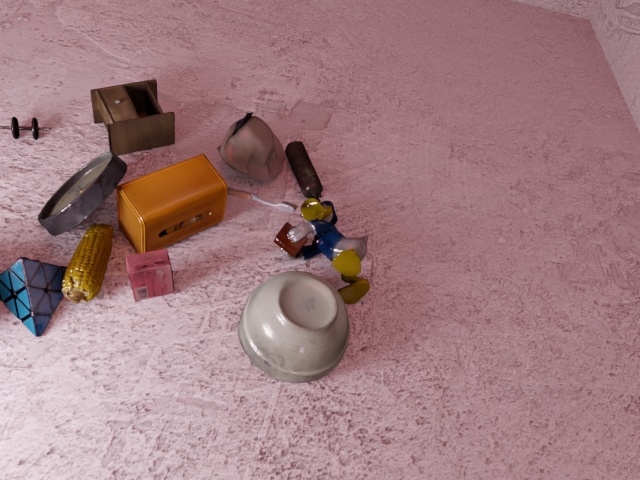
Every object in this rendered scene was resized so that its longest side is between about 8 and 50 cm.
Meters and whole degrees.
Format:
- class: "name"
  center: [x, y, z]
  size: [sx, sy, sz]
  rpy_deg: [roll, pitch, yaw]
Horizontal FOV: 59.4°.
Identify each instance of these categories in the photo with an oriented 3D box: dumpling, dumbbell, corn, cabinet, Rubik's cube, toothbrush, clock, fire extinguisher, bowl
- class: "dumpling"
  center: [-0.214, -0.321, 1.856]
  size: [0.204, 0.164, 0.293]
  rpy_deg: [24, 39, 9]
- class: "dumbbell"
  center: [-0.911, -0.346, 1.732]
  size: [0.147, 0.069, 0.070]
  rpy_deg: [-2, 54, -16]
- class: "corn"
  center: [-0.613, 0.058, 1.491]
  size: [0.096, 0.097, 0.262]
  rpy_deg: [10, 47, -8]
- class: "cabinet"
  center: [-0.603, -0.399, 1.808]
  size: [0.215, 0.148, 0.175]
  rpy_deg: [-18, 60, -26]
- class: "Rubik's cube"
  center: [-0.696, 0.151, 1.420]
  size: [0.190, 0.211, 0.178]
  rpy_deg: [-4, 74, -48]
- class: "toothbrush"
  center: [-0.242, -0.143, 1.730]
  size: [0.374, 0.028, 0.037]
  rpy_deg: [16, 32, 19]
- class: "clock"
  center: [-0.650, -0.133, 1.532]
  size: [0.055, 0.280, 0.281]
  rpy_deg: [50, 42, -31]
- class: "fire extinguisher"
  center: [-0.053, -0.220, 1.867]
  size: [0.089, 0.072, 0.268]
  rpy_deg: [30, 31, -53]
- class: "bowl"
  center: [-0.056, 0.206, 1.497]
  size: [0.306, 0.163, 0.307]
  rpy_deg: [10, 50, -12]

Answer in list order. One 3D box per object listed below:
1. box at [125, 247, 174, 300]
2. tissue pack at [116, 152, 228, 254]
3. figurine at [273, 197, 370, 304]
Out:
- class: "box"
  center: [-0.445, 0.091, 1.473]
  size: [0.111, 0.156, 0.060]
  rpy_deg: [-10, 58, -19]
- class: "tissue pack"
  center: [-0.421, -0.095, 1.602]
  size: [0.274, 0.194, 0.145]
  rpy_deg: [-28, 69, -30]
- class: "figurine"
  center: [0.000, 0.000, 1.695]
  size: [0.283, 0.205, 0.339]
  rpy_deg: [3, 40, -5]
